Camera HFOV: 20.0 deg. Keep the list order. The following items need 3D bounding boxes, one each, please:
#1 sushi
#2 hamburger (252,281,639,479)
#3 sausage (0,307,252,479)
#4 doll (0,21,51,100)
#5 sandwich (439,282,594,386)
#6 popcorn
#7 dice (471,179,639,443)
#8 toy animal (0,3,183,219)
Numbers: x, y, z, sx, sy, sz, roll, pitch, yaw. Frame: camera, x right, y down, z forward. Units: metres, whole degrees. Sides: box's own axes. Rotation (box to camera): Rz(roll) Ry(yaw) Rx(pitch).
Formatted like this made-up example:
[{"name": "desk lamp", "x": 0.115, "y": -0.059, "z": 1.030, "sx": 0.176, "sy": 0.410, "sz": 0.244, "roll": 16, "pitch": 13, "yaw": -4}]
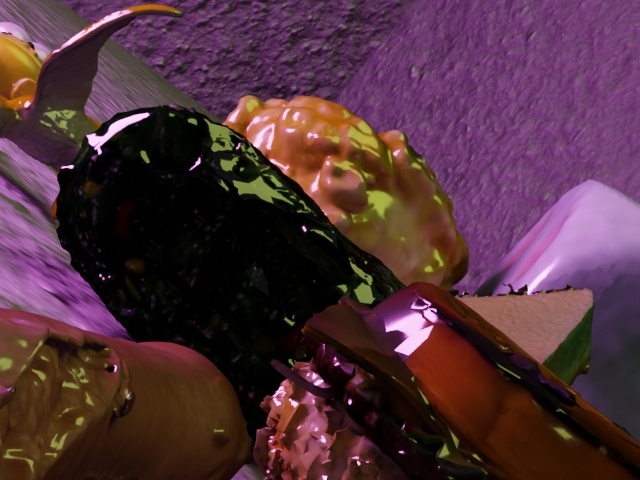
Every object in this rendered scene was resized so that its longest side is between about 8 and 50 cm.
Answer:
[{"name": "sushi", "x": -0.044, "y": 0.025, "z": 0.988, "sx": 0.225, "sy": 0.124, "sz": 0.127, "roll": 45, "pitch": 5, "yaw": 7}, {"name": "hamburger", "x": 0.074, "y": 0.123, "z": 0.809, "sx": 0.243, "sy": 0.138, "sz": 0.262, "roll": 39, "pitch": 3, "yaw": 16}, {"name": "sausage", "x": -0.088, "y": 0.056, "z": 0.525, "sx": 0.078, "sy": 0.078, "sz": 0.304, "roll": 40, "pitch": 3, "yaw": 13}, {"name": "doll", "x": -0.246, "y": -0.134, "z": 1.426, "sx": 0.106, "sy": 0.062, "sz": 0.162, "roll": 43, "pitch": 1, "yaw": -12}, {"name": "sandwich", "x": 0.100, "y": 0.091, "z": 1.205, "sx": 0.245, "sy": 0.063, "sz": 0.212, "roll": -2, "pitch": 17, "yaw": -14}, {"name": "popcorn", "x": 0.000, "y": 0.000, "z": 1.516, "sx": 0.233, "sy": 0.192, "sz": 0.266, "roll": 24, "pitch": -28, "yaw": 25}, {"name": "dice", "x": 0.237, "y": 0.128, "z": 1.466, "sx": 0.265, "sy": 0.262, "sz": 0.268, "roll": 39, "pitch": 2, "yaw": -2}, {"name": "toy animal", "x": -0.172, "y": -0.066, "z": 1.147, "sx": 0.095, "sy": 0.219, "sz": 0.155, "roll": 55, "pitch": 38, "yaw": -10}]
